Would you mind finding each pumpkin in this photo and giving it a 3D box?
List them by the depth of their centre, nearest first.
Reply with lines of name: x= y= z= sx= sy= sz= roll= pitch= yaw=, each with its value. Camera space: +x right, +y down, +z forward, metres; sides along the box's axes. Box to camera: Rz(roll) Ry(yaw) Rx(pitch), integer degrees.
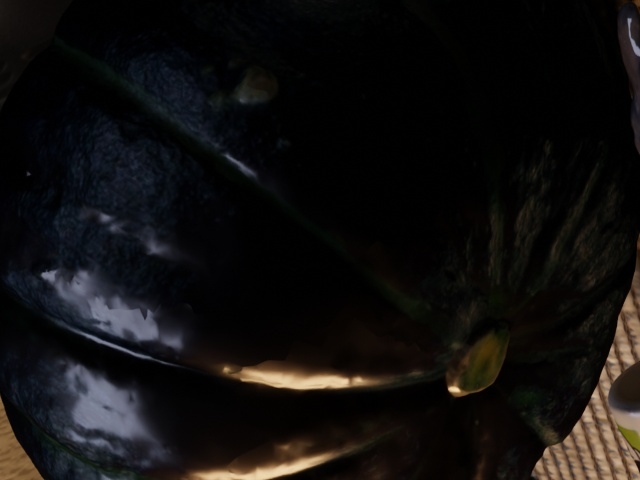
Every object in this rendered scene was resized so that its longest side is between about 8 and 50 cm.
pumpkin: x=0.000 y=0.000 z=1.017 sx=0.266 sy=0.363 sz=0.363 roll=29 pitch=150 yaw=40

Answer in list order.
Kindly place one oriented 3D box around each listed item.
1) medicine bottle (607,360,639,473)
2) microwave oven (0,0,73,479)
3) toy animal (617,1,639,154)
medicine bottle: x=0.238 y=0.164 z=1.198 sx=0.220 sy=0.061 sz=0.092 roll=62 pitch=-174 yaw=-21
microwave oven: x=-0.161 y=-0.023 z=1.363 sx=0.236 sy=0.374 sz=0.432 roll=54 pitch=160 yaw=29
toy animal: x=0.249 y=0.062 z=0.931 sx=0.367 sy=0.081 sz=0.206 roll=46 pitch=163 yaw=15
